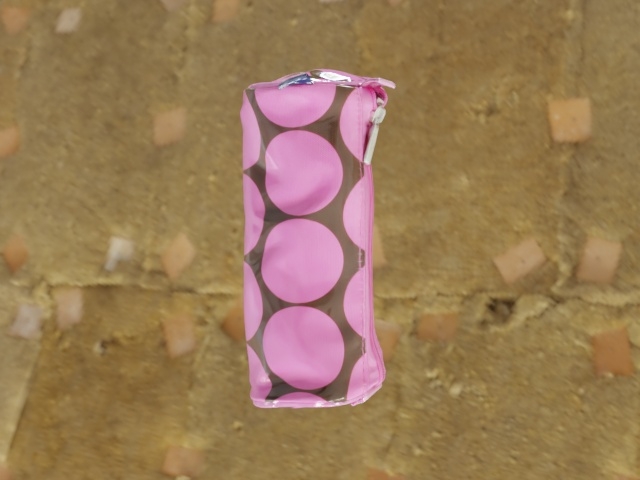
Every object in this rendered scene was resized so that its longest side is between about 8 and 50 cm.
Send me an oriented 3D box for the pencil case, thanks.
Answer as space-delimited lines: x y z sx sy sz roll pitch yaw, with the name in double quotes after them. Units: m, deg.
0.000 0.000 0.800 0.098 0.095 0.209 2 -81 23 "pencil case"
